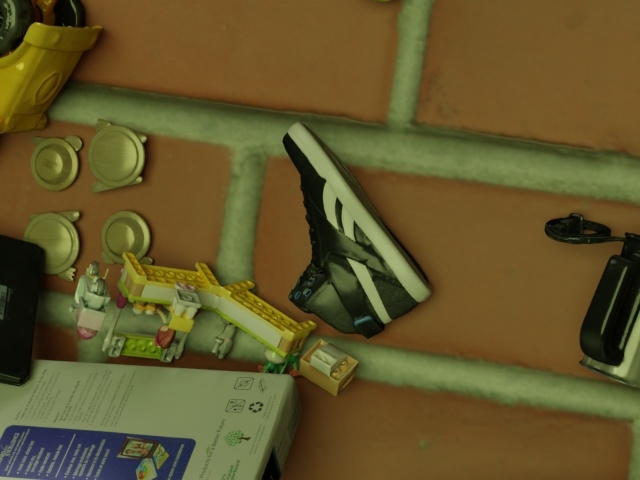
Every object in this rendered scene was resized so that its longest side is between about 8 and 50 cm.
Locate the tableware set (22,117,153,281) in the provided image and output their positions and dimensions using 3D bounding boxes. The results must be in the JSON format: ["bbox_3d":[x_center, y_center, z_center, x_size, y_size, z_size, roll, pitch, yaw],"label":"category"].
[{"bbox_3d":[-0.241,-0.041,1.872,0.141,0.020,0.168,1,93,19],"label":"tableware set"}]

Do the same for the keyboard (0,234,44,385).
[{"bbox_3d":[-0.335,0.062,1.806,0.108,0.180,0.023,16,134,-18],"label":"keyboard"}]

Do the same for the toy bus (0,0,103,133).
[{"bbox_3d":[-0.364,-0.190,1.847,0.220,0.149,0.211,32,106,13],"label":"toy bus"}]

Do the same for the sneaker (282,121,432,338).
[{"bbox_3d":[0.000,0.000,1.784,0.121,0.079,0.217,-37,83,9],"label":"sneaker"}]

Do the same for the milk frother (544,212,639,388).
[{"bbox_3d":[0.271,0.055,1.722,0.143,0.129,0.134,25,97,56],"label":"milk frother"}]

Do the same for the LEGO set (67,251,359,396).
[{"bbox_3d":[-0.111,0.102,1.801,0.287,0.132,0.107,19,112,-10],"label":"LEGO set"}]

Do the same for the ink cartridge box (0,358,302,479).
[{"bbox_3d":[-0.197,0.193,1.726,0.333,0.165,0.065,4,133,17],"label":"ink cartridge box"}]
